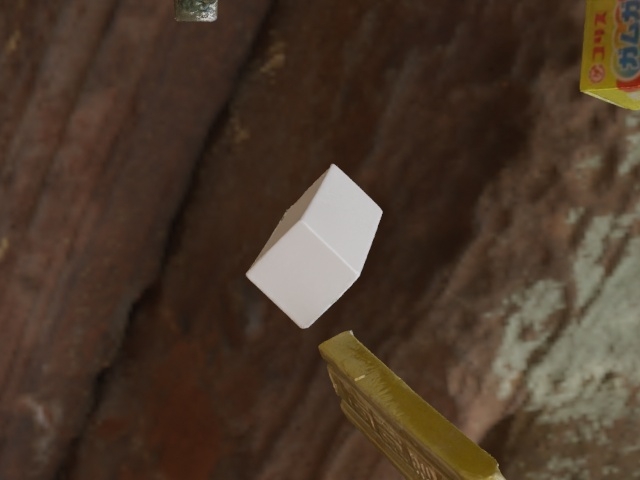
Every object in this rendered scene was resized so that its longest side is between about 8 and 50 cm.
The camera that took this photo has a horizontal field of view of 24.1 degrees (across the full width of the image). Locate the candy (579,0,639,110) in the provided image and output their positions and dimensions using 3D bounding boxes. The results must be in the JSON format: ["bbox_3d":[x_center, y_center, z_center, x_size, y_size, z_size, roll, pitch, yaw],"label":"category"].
[{"bbox_3d":[0.357,-0.196,1.258,0.276,0.088,0.146,0,-98,46],"label":"candy"}]

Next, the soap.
[{"bbox_3d":[0.082,0.168,1.248,0.252,0.037,0.092,40,-24,51],"label":"soap"}]

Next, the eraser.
[{"bbox_3d":[0.000,-0.001,1.483,0.076,0.078,0.298,-45,-176,13],"label":"eraser"}]

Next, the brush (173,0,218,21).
[{"bbox_3d":[-0.088,-0.250,1.057,0.027,0.034,0.190,-174,-96,-77],"label":"brush"}]
